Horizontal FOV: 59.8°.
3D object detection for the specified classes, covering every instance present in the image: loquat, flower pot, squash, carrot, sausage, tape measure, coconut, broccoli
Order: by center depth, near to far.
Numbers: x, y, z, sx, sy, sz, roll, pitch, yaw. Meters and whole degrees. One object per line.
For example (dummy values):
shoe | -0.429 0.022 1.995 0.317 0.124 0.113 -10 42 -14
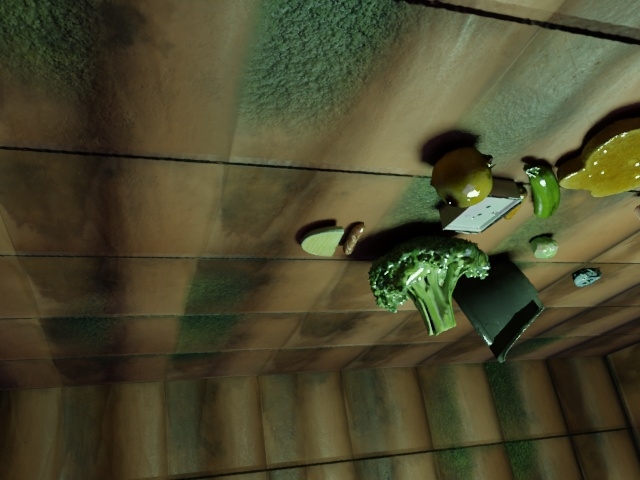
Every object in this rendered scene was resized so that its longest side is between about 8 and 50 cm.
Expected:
loquat | 0.342 -0.151 1.335 0.163 0.137 0.163 1 136 1
squash | 0.617 -0.128 1.532 0.080 0.071 0.318 -13 153 21
carrot | 0.558 -0.100 1.606 0.047 0.047 0.191 -10 156 3
sausage | 0.098 -0.005 1.670 0.036 0.042 0.158 32 147 4
broccoli | 0.344 0.121 1.747 0.374 0.302 0.249 -19 -169 10
coconut | 0.757 0.025 1.878 0.082 0.081 0.083 -39 134 25
flower pot | 0.629 0.211 2.001 0.251 0.380 0.379 -37 147 9
tape measure | 1.070 0.150 2.249 0.094 0.054 0.091 -5 148 -12

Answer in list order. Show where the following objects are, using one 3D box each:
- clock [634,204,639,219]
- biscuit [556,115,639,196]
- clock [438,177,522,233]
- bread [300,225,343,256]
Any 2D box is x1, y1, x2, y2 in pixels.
clock | 1.073 -0.134 1.603 0.226 0.143 0.241 -2 144 -14
biscuit | 0.755 -0.207 1.430 0.287 0.057 0.343 -20 152 21
clock | 0.438 -0.095 1.546 0.146 0.071 0.192 3 152 -23
bread | -0.003 -0.002 1.647 0.112 0.036 0.193 2 156 -9
